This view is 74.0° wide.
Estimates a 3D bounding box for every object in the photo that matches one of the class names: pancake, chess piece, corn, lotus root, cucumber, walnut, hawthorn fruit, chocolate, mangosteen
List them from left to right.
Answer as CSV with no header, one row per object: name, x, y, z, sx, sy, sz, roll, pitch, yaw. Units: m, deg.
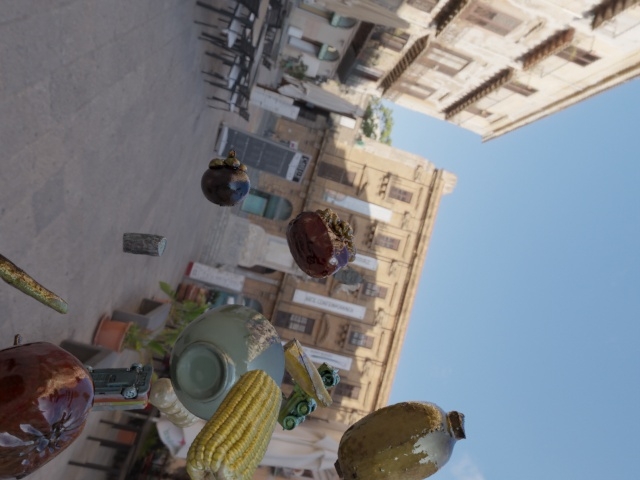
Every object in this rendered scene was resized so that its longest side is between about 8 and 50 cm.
pancake,-1.061,0.117,1.477,0.066,0.427,0.305,-56,-177,-22
hawthorn fruit,-0.744,0.404,1.056,0.308,0.325,0.307,18,90,-77
cucumber,-0.481,0.008,1.152,0.064,0.112,0.064,-171,-90,-83
chess piece,-0.550,0.593,1.579,0.260,0.143,0.142,72,22,-51
mangosteen,-0.379,-0.250,1.703,0.194,0.195,0.230,-143,-125,-80
corn,-0.098,0.229,0.523,0.063,0.085,0.165,-49,-176,25
chocolate,-0.040,0.394,1.242,0.086,0.219,0.085,-36,-176,3
walnut,0.000,0.000,1.598,0.244,0.268,0.222,-33,178,9
lotus root,0.166,0.418,0.875,0.160,0.285,0.146,72,-1,-53

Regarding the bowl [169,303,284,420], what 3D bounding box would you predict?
bowl,-0.241,0.293,0.989,0.146,0.290,0.288,31,74,-73

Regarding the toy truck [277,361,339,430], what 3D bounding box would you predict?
toy truck,-0.055,0.521,1.469,0.259,0.135,0.128,-44,162,-2

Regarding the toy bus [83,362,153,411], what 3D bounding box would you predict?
toy bus,-0.676,0.473,1.349,0.121,0.266,0.119,-107,-158,-57
